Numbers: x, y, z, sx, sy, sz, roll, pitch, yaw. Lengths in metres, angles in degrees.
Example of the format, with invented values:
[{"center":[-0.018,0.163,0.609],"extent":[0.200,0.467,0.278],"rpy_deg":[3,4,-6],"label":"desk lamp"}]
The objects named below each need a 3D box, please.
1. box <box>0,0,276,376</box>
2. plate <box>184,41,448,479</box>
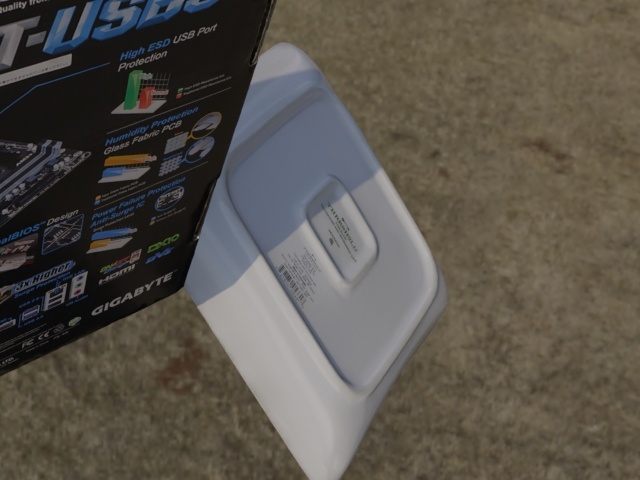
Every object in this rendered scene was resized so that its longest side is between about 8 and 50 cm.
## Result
[{"center":[-0.166,-0.025,0.445],"extent":[0.295,0.293,0.073],"rpy_deg":[-26,65,-32],"label":"box"},{"center":[0.000,0.000,0.830],"extent":[0.045,0.277,0.278],"rpy_deg":[-22,15,34],"label":"plate"}]
